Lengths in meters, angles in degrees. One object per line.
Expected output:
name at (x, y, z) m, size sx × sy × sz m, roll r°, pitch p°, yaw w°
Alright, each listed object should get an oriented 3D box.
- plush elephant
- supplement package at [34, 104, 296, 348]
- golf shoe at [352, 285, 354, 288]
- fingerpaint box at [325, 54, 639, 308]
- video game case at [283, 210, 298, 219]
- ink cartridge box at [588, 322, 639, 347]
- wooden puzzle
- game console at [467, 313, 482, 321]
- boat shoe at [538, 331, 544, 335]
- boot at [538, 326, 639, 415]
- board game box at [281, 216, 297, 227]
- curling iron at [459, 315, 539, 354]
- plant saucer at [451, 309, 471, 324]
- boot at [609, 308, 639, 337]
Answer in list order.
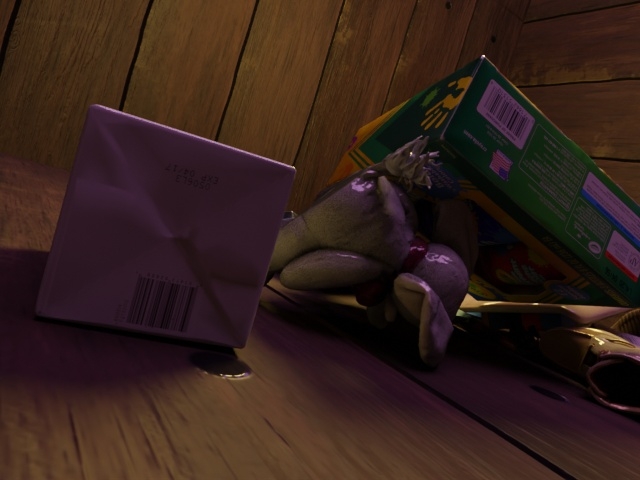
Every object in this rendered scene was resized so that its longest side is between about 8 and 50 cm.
plush elephant at (0.094, 0.030, 0.706) m, size 0.330 × 0.255 × 0.272 m, roll -27°, pitch 11°, yaw 46°
supplement package at (-0.171, -0.024, 0.540) m, size 0.178 × 0.175 × 0.293 m, roll 15°, pitch 3°, yaw -22°
golf shoe at (0.079, 0.076, 1.191) m, size 0.198 × 0.077 × 0.094 m, roll 19°, pitch 2°, yaw 6°
fingerpaint box at (0.286, -0.057, 0.888) m, size 0.445 × 0.163 × 0.371 m, roll 35°, pitch -17°, yaw -18°
video game case at (-0.179, -0.036, 1.203) m, size 0.275 × 0.026 × 0.196 m, roll -4°, pitch -7°, yaw 10°
ink cartridge box at (0.677, 0.283, 0.944) m, size 0.275 × 0.060 × 0.239 m, roll 17°, pitch 28°, yaw 0°
wooden puzzle at (0.516, 0.150, 1.128) m, size 0.322 × 0.080 × 0.348 m, roll -7°, pitch 2°, yaw -31°
game console at (0.381, 0.169, 1.242) m, size 0.122 × 0.071 × 0.107 m, roll 17°, pitch 2°, yaw 13°
boat shoe at (0.582, 0.217, 1.413) m, size 0.303 × 0.109 × 0.098 m, roll 17°, pitch -37°, yaw -3°
boot at (0.455, 0.204, 0.800) m, size 0.204 × 0.095 × 0.262 m, roll 11°, pitch 7°, yaw -44°
board game box at (0.000, 0.000, 1.175) m, size 0.318 × 0.065 × 0.319 m, roll -7°, pitch -9°, yaw 30°
curling iron at (0.348, 0.182, 1.061) m, size 0.068 × 0.035 × 0.274 m, roll -26°, pitch 21°, yaw -26°
plant saucer at (0.218, 0.145, 1.049) m, size 0.195 × 0.037 × 0.195 m, roll 17°, pitch 2°, yaw -1°
boot at (0.777, 0.244, 1.136) m, size 0.207 × 0.090 × 0.248 m, roll 20°, pitch -32°, yaw -7°
